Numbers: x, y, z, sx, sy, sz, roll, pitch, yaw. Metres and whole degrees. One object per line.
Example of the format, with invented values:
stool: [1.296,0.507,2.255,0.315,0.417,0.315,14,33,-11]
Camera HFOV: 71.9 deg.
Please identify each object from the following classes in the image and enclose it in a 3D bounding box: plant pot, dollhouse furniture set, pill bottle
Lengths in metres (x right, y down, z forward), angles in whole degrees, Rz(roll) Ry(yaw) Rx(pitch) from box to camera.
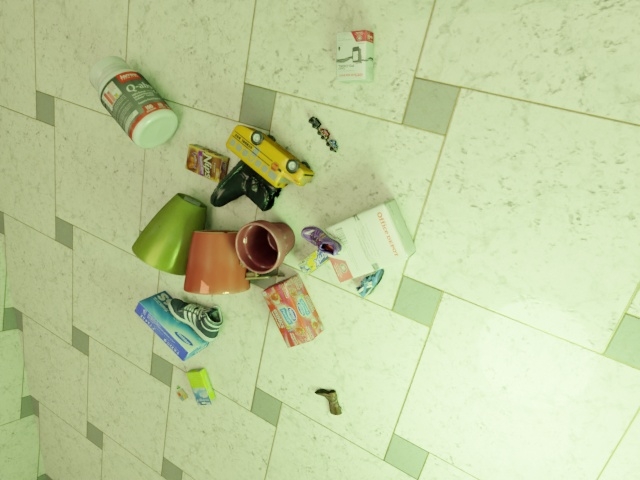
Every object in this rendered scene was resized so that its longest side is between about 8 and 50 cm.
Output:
plant pot: [-0.196,0.010,1.707,0.201,0.180,0.201,7,107,26]
dollhouse furniture set: [-0.238,0.080,1.787,0.123,0.144,0.151,-6,86,25]
plant pot: [-0.614,-0.045,1.893,0.275,0.275,0.293,31,100,18]
pill bottle: [-0.786,-0.580,1.847,0.363,0.210,0.210,49,120,8]
plant pot: [-0.423,0.081,1.815,0.275,0.275,0.243,4,95,27]

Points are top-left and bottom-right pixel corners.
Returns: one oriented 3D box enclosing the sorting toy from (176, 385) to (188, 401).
sorting toy: [-0.732,0.799,2.306,0.062,0.012,0.083,-41,83,31]

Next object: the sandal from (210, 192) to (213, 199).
sandal: [-0.401,-0.190,1.839,0.180,0.049,0.072,-17,95,31]

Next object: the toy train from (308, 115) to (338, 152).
toy train: [0.014,-0.380,1.579,0.036,0.027,0.158,-39,83,20]

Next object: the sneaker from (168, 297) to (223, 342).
sneaker: [-0.570,0.330,2.040,0.282,0.099,0.153,38,123,7]

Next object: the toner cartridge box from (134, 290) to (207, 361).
toner cartridge box: [-0.696,0.397,2.091,0.348,0.165,0.075,40,118,13]

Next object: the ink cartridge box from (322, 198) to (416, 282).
ink cartridge box: [0.163,0.003,1.547,0.283,0.117,0.207,-22,92,32]

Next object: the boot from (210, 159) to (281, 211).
boot: [-0.290,-0.178,1.730,0.207,0.094,0.246,42,95,14]

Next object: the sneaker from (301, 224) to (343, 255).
sneaker: [0.000,0.000,1.528,0.170,0.071,0.068,26,116,23]

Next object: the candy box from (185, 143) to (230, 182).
candy box: [-0.473,-0.322,1.841,0.186,0.053,0.109,24,113,20]

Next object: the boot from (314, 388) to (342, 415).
boot: [0.033,0.682,1.853,0.106,0.037,0.114,-6,105,32]

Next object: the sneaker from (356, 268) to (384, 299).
sneaker: [0.181,0.151,1.617,0.059,0.053,0.144,41,118,15]

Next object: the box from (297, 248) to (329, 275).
box: [-0.006,0.067,1.693,0.169,0.054,0.059,-38,85,30]

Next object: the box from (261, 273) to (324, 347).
box: [-0.108,0.281,1.766,0.128,0.122,0.257,-24,91,30]

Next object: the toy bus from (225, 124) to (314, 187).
toy bus: [-0.188,-0.306,1.646,0.332,0.108,0.130,40,107,14]

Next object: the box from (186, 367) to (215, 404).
box: [-0.593,0.728,2.195,0.109,0.042,0.178,-14,96,31]

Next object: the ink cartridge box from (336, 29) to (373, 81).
ink cartridge box: [0.112,-0.598,1.444,0.109,0.063,0.150,7,106,27]
